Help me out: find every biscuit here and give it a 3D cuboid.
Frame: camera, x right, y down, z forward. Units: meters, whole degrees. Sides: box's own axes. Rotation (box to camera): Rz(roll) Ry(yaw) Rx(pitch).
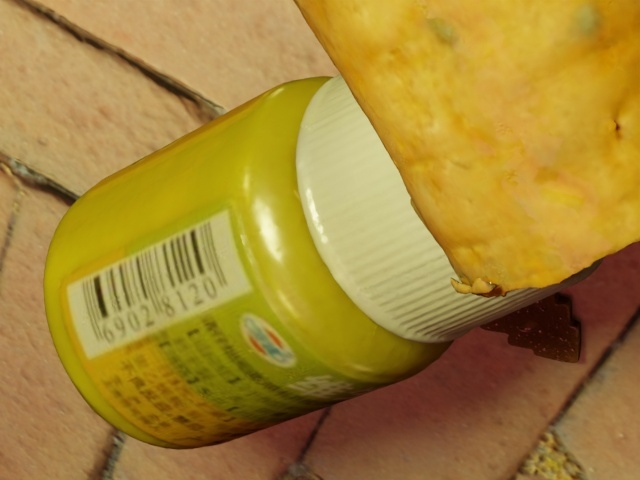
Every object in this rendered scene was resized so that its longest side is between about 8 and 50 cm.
[{"bbox_3d":[0.166,0.059,1.352,0.092,0.016,0.082,39,131,-9],"label":"biscuit"}]

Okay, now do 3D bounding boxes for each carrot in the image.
[{"bbox_3d":[0.093,-0.161,0.969,0.224,0.224,0.340,-24,98,41],"label":"carrot"}]

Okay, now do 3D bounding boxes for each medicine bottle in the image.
[{"bbox_3d":[0.000,0.000,1.243,0.384,0.224,0.224,-25,113,41],"label":"medicine bottle"}]
